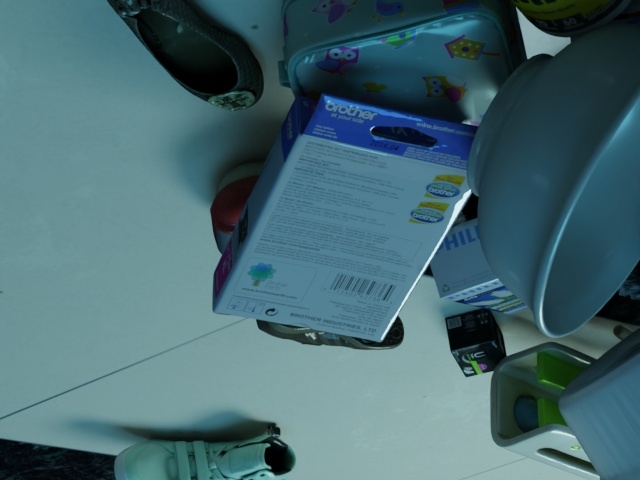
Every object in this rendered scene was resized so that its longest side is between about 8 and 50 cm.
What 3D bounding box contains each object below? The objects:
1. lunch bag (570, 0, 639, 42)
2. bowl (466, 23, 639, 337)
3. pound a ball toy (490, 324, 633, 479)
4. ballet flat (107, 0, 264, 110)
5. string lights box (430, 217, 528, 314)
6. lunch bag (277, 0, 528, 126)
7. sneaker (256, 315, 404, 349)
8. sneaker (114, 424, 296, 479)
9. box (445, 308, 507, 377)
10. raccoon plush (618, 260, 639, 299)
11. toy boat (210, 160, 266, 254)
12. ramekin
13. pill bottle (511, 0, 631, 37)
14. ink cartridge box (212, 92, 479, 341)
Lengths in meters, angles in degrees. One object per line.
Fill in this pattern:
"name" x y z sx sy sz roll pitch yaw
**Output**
"lunch bag" 0.387 -0.225 1.409 0.243 0.115 0.303 24 137 -35
"bowl" 0.222 -0.073 1.347 0.134 0.298 0.298 30 158 24
"pound a ball toy" 0.370 0.217 2.040 0.319 0.208 0.136 23 146 -33
"ballet flat" -0.127 -0.182 1.422 0.084 0.058 0.250 -17 147 17
"string lights box" 0.224 0.021 1.724 0.133 0.077 0.260 -20 166 21
"lunch bag" 0.084 -0.155 1.460 0.224 0.108 0.279 -9 146 14
"sneaker" 0.010 0.101 1.913 0.188 0.066 0.071 13 160 -20
"sneaker" -0.156 0.309 2.161 0.256 0.094 0.151 8 152 -40
"box" 0.204 0.134 1.997 0.062 0.052 0.083 -15 146 13
"raccoon plush" 0.356 0.041 1.532 0.299 0.216 0.446 37 166 -33
"toy boat" 0.000 0.000 1.649 0.231 0.151 0.151 -6 148 -2
"ramekin" 0.416 0.174 1.819 0.277 0.135 0.277 -37 176 -3
"pill bottle" 0.178 -0.270 1.288 0.119 0.119 0.208 -25 144 26
"ink cartridge box" 0.028 -0.029 1.469 0.186 0.065 0.311 11 137 -17
